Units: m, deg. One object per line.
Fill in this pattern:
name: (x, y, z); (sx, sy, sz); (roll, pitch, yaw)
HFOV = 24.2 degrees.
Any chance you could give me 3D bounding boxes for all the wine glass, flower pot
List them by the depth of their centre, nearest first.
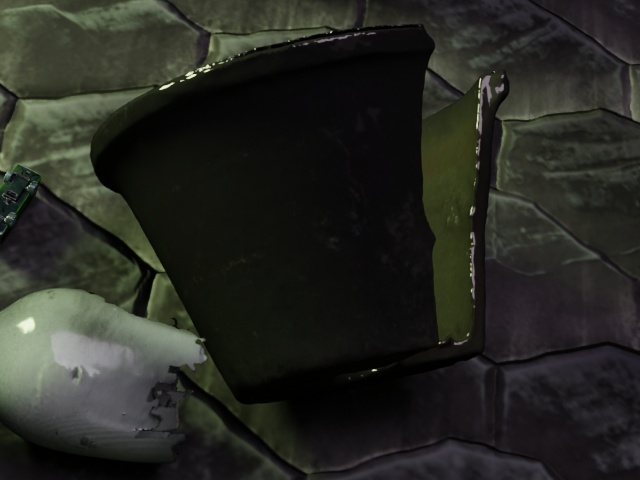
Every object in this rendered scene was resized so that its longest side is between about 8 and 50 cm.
wine glass: (-0.256, 0.095, 1.195); (0.321, 0.143, 0.143); (13, 49, -15)
flower pot: (0.000, 0.000, 1.289); (0.379, 0.379, 0.251); (-7, 78, -28)

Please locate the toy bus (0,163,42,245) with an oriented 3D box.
toy bus: (-0.282, -0.031, 1.350); (0.031, 0.037, 0.083); (27, 48, -2)
